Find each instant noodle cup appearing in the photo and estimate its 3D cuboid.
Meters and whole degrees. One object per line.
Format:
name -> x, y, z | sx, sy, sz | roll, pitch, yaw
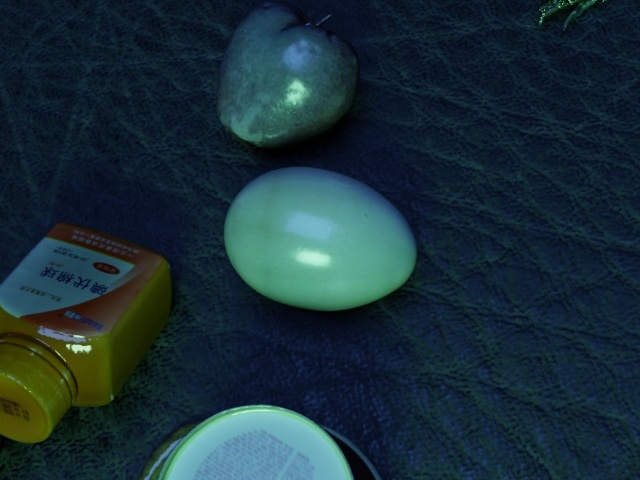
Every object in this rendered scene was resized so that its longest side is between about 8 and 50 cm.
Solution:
instant noodle cup -> -0.046, 0.259, 0.927 | 0.234, 0.178, 0.235 | -2, 66, 4

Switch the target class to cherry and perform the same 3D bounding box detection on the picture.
cherry -> -0.037, -0.187, 1.163 | 0.176, 0.140, 0.176 | -3, 83, 28

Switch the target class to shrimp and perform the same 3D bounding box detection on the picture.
shrimp -> 0.331, -0.312, 1.202 | 0.174, 0.082, 0.076 | -22, 20, -7

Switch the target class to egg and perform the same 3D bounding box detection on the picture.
egg -> 0.000, 0.000, 1.070 | 0.209, 0.151, 0.151 | 13, 70, 6

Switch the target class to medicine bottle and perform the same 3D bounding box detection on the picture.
medicine bottle -> -0.266, 0.095, 1.047 | 0.149, 0.112, 0.222 | 18, 42, 11

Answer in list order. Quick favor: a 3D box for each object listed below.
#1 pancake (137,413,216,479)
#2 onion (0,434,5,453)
pancake -> -0.106, 0.272, 1.042 | 0.199, 0.021, 0.199 | -4, 66, 9
onion -> -0.418, 0.158, 1.052 | 0.195, 0.140, 0.218 | 13, 99, 26
